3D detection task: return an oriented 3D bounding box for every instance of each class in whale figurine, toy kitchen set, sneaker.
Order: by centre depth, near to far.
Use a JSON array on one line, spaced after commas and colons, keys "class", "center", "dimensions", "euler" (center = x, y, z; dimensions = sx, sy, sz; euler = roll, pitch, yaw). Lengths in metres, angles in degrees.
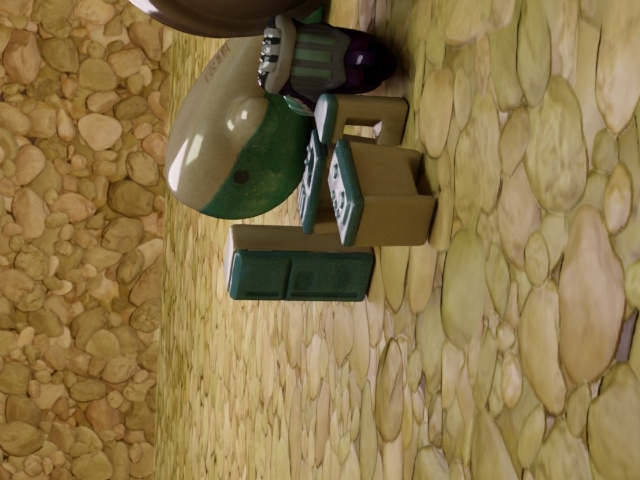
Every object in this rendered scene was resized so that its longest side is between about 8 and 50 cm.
[{"class": "toy kitchen set", "center": [0.000, 0.000, 1.114], "dimensions": [0.166, 0.122, 0.207], "euler": [-101, 17, -49]}, {"class": "sneaker", "center": [0.021, -0.141, 1.184], "dimensions": [0.223, 0.098, 0.083], "euler": [-23, -59, -75]}, {"class": "whale figurine", "center": [-0.056, -0.145, 1.489], "dimensions": [0.272, 0.141, 0.216], "euler": [-60, 18, 11]}]

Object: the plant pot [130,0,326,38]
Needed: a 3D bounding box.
[{"class": "plant pot", "center": [-0.038, -0.288, 1.123], "dimensions": [0.229, 0.263, 0.263], "euler": [22, 111, 61]}]
